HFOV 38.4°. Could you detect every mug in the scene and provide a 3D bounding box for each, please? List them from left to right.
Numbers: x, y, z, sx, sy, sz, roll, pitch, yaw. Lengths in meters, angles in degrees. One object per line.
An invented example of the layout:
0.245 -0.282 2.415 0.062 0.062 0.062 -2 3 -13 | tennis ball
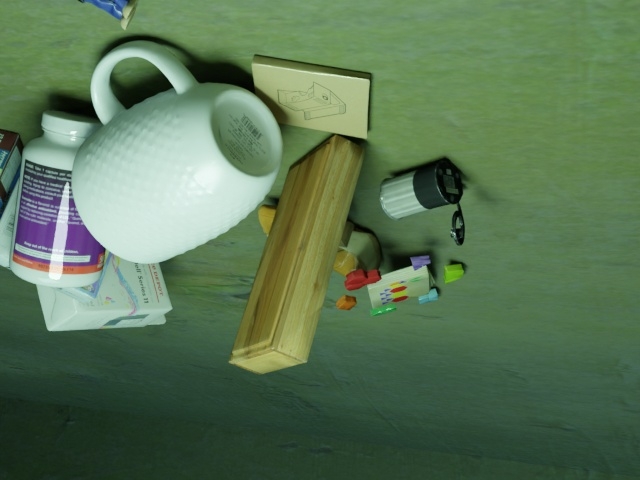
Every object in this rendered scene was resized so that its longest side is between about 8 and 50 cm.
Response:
-0.260 -0.172 1.616 0.328 0.276 0.374 -21 106 41 | mug

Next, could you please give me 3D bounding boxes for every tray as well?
-0.044 0.027 1.665 0.076 0.411 0.203 23 157 -20 | tray

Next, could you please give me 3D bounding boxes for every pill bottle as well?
-0.495 -0.081 1.787 0.181 0.323 0.181 11 -168 -2 | pill bottle

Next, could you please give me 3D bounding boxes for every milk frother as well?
0.197 -0.057 1.704 0.134 0.143 0.129 -16 148 41 | milk frother

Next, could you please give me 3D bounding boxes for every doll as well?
-0.378 -0.402 1.430 0.189 0.046 0.129 26 160 -10 | doll

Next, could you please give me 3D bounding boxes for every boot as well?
-0.001 0.001 1.985 0.211 0.104 0.295 14 163 27 | boot

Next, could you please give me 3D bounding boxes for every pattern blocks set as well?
0.173 0.099 2.019 0.285 0.026 0.325 -12 159 -6 | pattern blocks set

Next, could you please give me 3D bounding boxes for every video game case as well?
-0.556 -0.036 1.963 0.244 0.270 0.061 29 148 -26 | video game case

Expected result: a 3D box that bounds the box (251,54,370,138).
-0.015 -0.246 1.582 0.201 0.021 0.164 11 153 7 | box

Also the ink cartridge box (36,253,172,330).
-0.483 0.093 2.153 0.119 0.207 0.353 -31 160 33 | ink cartridge box

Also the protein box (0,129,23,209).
-0.752 -0.146 1.994 0.199 0.136 0.201 14 153 1 | protein box
